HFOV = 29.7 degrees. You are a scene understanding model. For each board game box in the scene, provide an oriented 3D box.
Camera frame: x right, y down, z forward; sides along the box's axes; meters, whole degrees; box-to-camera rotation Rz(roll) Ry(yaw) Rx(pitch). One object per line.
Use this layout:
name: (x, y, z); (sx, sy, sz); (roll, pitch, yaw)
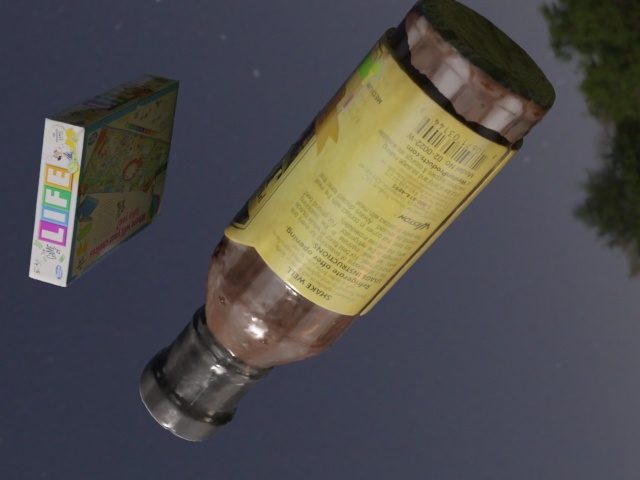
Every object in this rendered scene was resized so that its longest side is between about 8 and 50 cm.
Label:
board game box: (-0.138, -0.044, 0.787); (0.154, 0.026, 0.104); (-49, -28, -67)

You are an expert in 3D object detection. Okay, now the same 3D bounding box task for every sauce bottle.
sauce bottle: (0.000, 0.000, 0.783); (0.111, 0.344, 0.111); (34, -155, -18)
